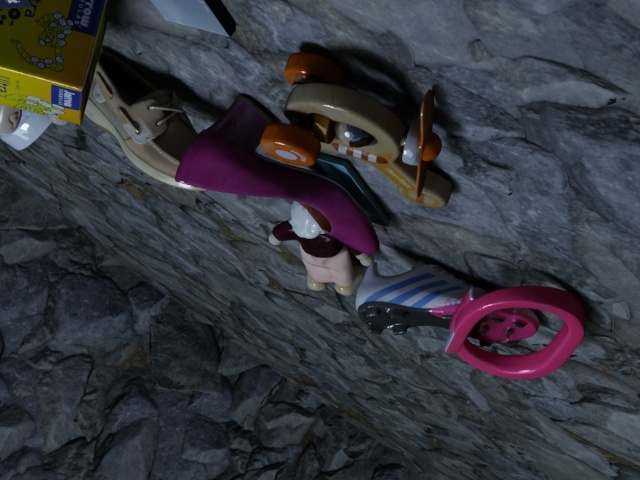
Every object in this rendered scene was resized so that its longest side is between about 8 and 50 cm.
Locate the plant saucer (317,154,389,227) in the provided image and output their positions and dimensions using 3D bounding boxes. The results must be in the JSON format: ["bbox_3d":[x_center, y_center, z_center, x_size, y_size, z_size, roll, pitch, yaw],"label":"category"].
[{"bbox_3d":[0.059,-0.086,1.954,0.067,0.018,0.192,19,160,38],"label":"plant saucer"}]

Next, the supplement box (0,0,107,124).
[{"bbox_3d":[-0.523,-0.337,1.772,0.356,0.195,0.194,14,167,-10],"label":"supplement box"}]

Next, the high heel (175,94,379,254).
[{"bbox_3d":[-0.069,-0.059,1.927,0.377,0.181,0.127,43,169,-18],"label":"high heel"}]

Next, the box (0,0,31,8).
[{"bbox_3d":[-0.571,-0.450,1.485,0.312,0.179,0.343,-5,162,-2],"label":"box"}]

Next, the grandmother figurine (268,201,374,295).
[{"bbox_3d":[0.000,0.000,2.193,0.208,0.104,0.342,1,156,6],"label":"grandmother figurine"}]

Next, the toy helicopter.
[{"bbox_3d":[0.099,-0.131,1.618,0.235,0.140,0.355,7,163,38],"label":"toy helicopter"}]

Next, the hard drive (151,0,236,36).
[{"bbox_3d":[-0.194,-0.343,1.645,0.135,0.022,0.094,20,160,35],"label":"hard drive"}]

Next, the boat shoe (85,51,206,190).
[{"bbox_3d":[-0.294,-0.207,1.980,0.341,0.121,0.110,37,126,23],"label":"boat shoe"}]

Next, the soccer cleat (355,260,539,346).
[{"bbox_3d":[0.230,0.100,2.055,0.331,0.143,0.116,5,146,7],"label":"soccer cleat"}]

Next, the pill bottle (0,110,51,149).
[{"bbox_3d":[-0.672,-0.349,2.175,0.363,0.210,0.210,39,162,-27],"label":"pill bottle"}]

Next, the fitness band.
[{"bbox_3d":[0.329,0.155,1.933,0.209,0.054,0.291,11,148,-5],"label":"fitness band"}]

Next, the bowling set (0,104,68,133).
[{"bbox_3d":[-0.579,-0.290,1.985,0.200,0.287,0.154,35,126,29],"label":"bowling set"}]
